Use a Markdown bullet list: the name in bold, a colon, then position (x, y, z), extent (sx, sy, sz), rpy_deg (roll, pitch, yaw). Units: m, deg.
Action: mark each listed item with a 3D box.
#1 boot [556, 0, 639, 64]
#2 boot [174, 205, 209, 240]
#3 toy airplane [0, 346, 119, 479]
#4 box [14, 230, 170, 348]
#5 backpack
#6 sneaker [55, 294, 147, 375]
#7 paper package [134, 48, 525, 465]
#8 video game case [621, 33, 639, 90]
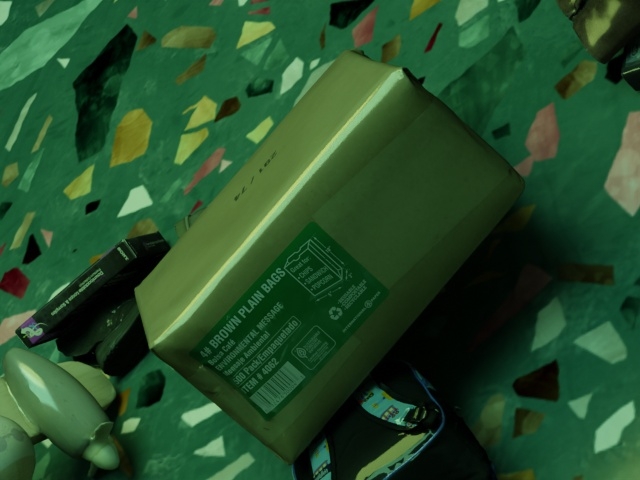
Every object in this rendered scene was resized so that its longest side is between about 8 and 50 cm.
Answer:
- **boot**: position (0.325, -0.231, 1.740), extent (0.207, 0.090, 0.248), rpy_deg (-50, 37, 21)
- **boot**: position (-0.048, -0.032, 2.004), extent (0.208, 0.076, 0.189), rpy_deg (-35, 41, 8)
- **toy airplane**: position (-0.374, 0.211, 1.856), extent (0.272, 0.384, 0.386), rpy_deg (-28, 39, 42)
- **box**: position (-0.244, 0.052, 2.100), extent (0.162, 0.029, 0.116), rpy_deg (-41, -5, 14)
- **backpack**: position (0.057, 0.190, 1.653), extent (0.158, 0.117, 0.173), rpy_deg (-44, 23, 5)
- **sneaker**: position (-0.206, 0.079, 2.073), extent (0.170, 0.051, 0.089), rpy_deg (-47, 40, 8)
- **paper package**: position (0.000, 0.000, 1.748), extent (0.325, 0.168, 0.309), rpy_deg (-48, 11, 1)
- **video game case**: position (0.401, -0.283, 1.779), extent (0.248, 0.035, 0.274), rpy_deg (-16, 48, 37)
